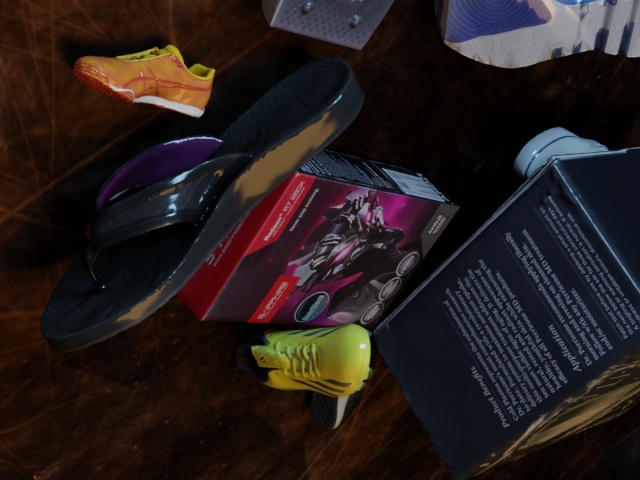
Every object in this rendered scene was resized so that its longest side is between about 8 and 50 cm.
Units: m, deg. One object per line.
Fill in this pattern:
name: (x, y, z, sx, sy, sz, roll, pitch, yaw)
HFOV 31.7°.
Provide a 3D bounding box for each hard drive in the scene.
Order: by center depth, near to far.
hard drive: (0.046, -0.331, 1.188, 0.172, 0.054, 0.255, 3, 126, -50)

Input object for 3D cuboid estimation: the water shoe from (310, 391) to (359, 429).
water shoe: (0.036, 0.215, 1.812, 0.080, 0.073, 0.203, -41, 160, -48)

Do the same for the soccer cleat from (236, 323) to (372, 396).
soccer cleat: (-0.026, 0.160, 1.513, 0.121, 0.289, 0.093, 10, 79, -24)

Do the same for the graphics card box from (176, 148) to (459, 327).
graphics card box: (0.000, 0.000, 1.484, 0.371, 0.094, 0.233, 8, 121, -53)

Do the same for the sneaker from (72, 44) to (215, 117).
sneaker: (-0.179, -0.170, 1.135, 0.175, 0.064, 0.067, 3, 106, -56)

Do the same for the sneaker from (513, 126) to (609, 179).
sneaker: (0.410, -0.119, 1.802, 0.258, 0.091, 0.094, -4, 131, -46)

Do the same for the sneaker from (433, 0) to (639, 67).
sneaker: (0.287, -0.318, 1.414, 0.315, 0.182, 0.127, -1, 133, -9)

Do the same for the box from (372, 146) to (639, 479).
box: (0.428, 0.103, 1.791, 0.480, 0.297, 0.472, -9, 153, -42)

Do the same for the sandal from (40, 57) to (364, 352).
sandal: (-0.148, -0.065, 1.221, 0.446, 0.167, 0.107, -44, 124, -13)
